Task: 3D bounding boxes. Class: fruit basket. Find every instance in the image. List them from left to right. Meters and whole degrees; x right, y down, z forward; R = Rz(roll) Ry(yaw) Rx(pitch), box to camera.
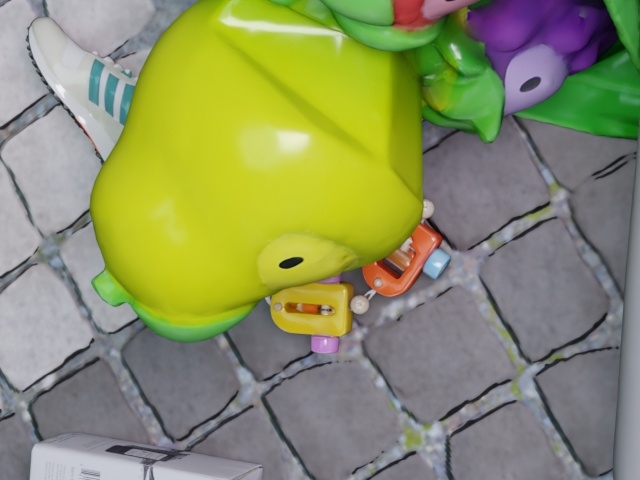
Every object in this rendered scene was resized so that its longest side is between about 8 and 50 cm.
[{"bbox_3d":[0.037,-0.100,1.022,0.282,0.392,0.392,14,99,20],"label":"fruit basket"}]

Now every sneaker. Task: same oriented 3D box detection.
[{"bbox_3d":[-0.131,-0.096,1.262,0.075,0.057,0.161,-36,79,3],"label":"sneaker"}]

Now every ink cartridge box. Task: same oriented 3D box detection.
[{"bbox_3d":[-0.120,0.198,1.267,0.150,0.063,0.109,8,96,20],"label":"ink cartridge box"}]

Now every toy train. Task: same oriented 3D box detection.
[{"bbox_3d":[0.000,0.000,1.218,0.166,0.046,0.125,31,103,13],"label":"toy train"}]

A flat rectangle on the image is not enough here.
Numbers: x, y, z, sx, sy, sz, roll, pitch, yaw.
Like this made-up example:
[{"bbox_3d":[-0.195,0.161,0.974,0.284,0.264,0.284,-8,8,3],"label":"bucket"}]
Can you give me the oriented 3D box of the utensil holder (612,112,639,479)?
[{"bbox_3d":[0.314,-0.034,0.916,0.327,0.327,0.386,9,111,20],"label":"utensil holder"}]
